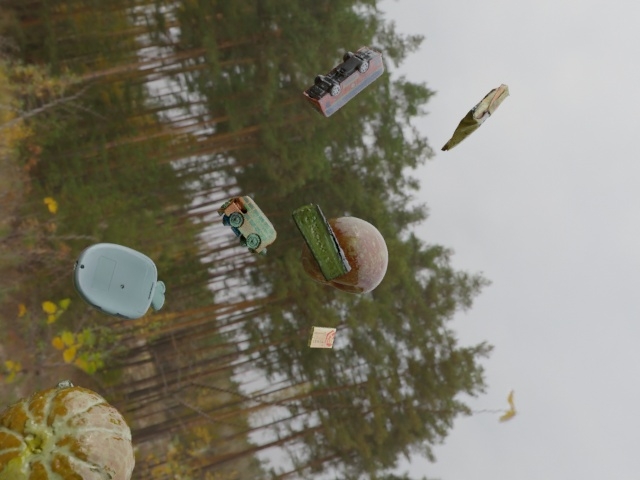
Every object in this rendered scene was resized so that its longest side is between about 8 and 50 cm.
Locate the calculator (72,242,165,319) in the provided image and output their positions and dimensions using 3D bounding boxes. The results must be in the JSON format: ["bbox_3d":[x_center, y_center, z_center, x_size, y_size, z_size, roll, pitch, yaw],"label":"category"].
[{"bbox_3d":[-0.520,0.110,1.895,0.299,0.041,0.186,30,66,-47],"label":"calculator"}]

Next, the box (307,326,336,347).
[{"bbox_3d":[0.004,0.280,2.075,0.015,0.093,0.058,13,-89,44],"label":"box"}]

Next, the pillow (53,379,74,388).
[{"bbox_3d":[-0.669,0.453,1.851,0.181,0.077,0.134,-44,-113,31],"label":"pillow"}]

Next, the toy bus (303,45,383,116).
[{"bbox_3d":[0.054,-0.351,1.589,0.065,0.192,0.077,38,-18,38],"label":"toy bus"}]

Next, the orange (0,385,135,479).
[{"bbox_3d":[-0.565,0.476,1.541,0.249,0.329,0.329,92,-20,-46],"label":"orange"}]

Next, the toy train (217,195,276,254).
[{"bbox_3d":[-0.208,-0.045,2.064,0.188,0.099,0.072,51,-22,-19],"label":"toy train"}]

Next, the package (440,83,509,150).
[{"bbox_3d":[0.263,-0.208,1.220,0.031,0.108,0.121,45,-30,2],"label":"package"}]

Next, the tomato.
[{"bbox_3d":[0.078,0.036,2.213,0.270,0.270,0.223,130,-16,-77],"label":"tomato"}]

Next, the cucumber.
[{"bbox_3d":[0.001,-0.002,1.832,0.062,0.078,0.211,-100,164,-67],"label":"cucumber"}]
